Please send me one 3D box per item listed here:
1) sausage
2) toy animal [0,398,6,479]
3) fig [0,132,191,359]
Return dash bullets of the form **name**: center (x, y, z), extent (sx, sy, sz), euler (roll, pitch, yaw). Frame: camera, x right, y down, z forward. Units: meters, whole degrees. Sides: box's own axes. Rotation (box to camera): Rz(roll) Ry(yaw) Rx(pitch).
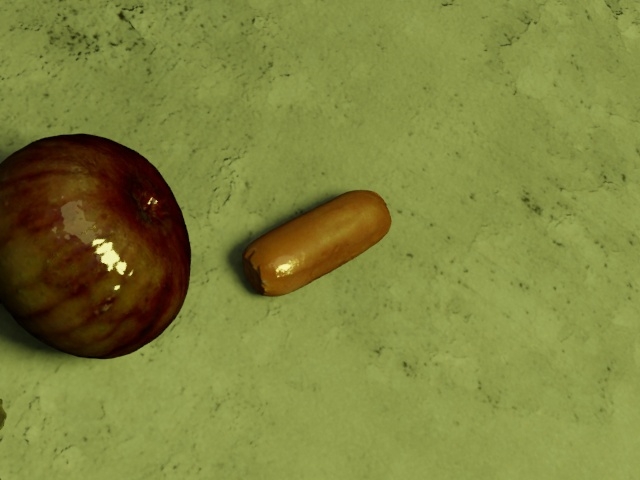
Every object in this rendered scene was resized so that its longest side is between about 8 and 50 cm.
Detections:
- **sausage**: center (0.000, 0.000, 1.428), extent (0.197, 0.076, 0.076), euler (-28, 78, -30)
- **toy animal**: center (-0.344, 0.228, 1.193), extent (0.214, 0.094, 0.186), euler (40, 63, -7)
- **fig**: center (-0.242, 0.006, 1.272), extent (0.235, 0.214, 0.235), euler (24, 32, -16)
